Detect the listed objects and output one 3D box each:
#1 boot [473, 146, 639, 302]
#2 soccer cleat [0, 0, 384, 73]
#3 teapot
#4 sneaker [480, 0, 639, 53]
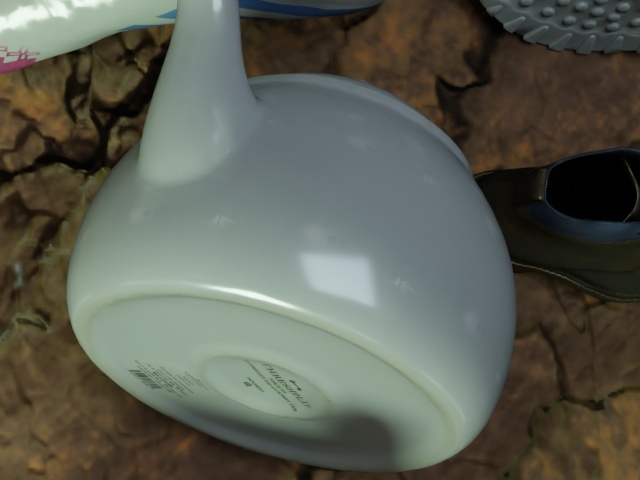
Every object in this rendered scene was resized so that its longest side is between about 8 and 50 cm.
[{"bbox_3d":[0.194,-0.008,1.016,0.219,0.106,0.082,5,80,-20],"label":"boot"},{"bbox_3d":[-0.103,-0.168,0.873,0.331,0.143,0.116,-9,79,-4],"label":"soccer cleat"},{"bbox_3d":[0.000,0.000,0.882,0.252,0.256,0.187,21,63,-5],"label":"teapot"},{"bbox_3d":[0.201,-0.180,1.071,0.235,0.090,0.095,5,65,-23],"label":"sneaker"}]
